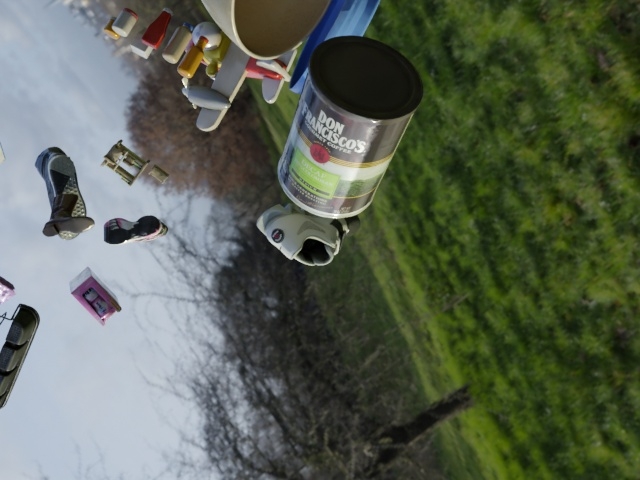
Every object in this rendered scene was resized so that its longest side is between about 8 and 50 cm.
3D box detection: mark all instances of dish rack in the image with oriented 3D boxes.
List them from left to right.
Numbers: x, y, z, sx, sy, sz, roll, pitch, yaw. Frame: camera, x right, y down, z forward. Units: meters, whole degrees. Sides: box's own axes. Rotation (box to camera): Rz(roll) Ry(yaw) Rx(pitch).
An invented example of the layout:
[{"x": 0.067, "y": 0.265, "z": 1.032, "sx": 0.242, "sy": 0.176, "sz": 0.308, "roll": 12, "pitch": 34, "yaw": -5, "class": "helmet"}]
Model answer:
[{"x": -0.644, "y": 0.173, "z": 1.290, "sx": 0.271, "sy": 0.208, "sz": 0.074, "roll": 23, "pitch": -173, "yaw": -12, "class": "dish rack"}]

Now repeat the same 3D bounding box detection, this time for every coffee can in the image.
[{"x": 0.047, "y": -0.200, "z": 1.388, "sx": 0.201, "sy": 0.201, "sz": 0.275, "roll": 52, "pitch": 147, "yaw": 21, "class": "coffee can"}]

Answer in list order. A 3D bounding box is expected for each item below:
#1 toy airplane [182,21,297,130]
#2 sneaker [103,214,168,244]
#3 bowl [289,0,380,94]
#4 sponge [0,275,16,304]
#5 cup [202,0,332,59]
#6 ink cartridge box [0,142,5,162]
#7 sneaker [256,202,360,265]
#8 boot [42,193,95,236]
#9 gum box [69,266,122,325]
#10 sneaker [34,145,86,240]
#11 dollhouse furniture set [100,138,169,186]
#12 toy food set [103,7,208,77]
[{"x": -0.269, "y": -0.572, "z": 2.331, "sx": 0.272, "sy": 0.384, "sz": 0.386, "roll": 26, "pitch": -136, "yaw": -49, "class": "toy airplane"}, {"x": -0.466, "y": -0.017, "z": 1.928, "sx": 0.077, "sy": 0.178, "sz": 0.072, "roll": 31, "pitch": -120, "yaw": -63, "class": "sneaker"}, {"x": 0.049, "y": -0.519, "z": 1.815, "sx": 0.077, "sy": 0.391, "sz": 0.391, "roll": 26, "pitch": -177, "yaw": -13, "class": "bowl"}, {"x": -0.697, "y": 0.080, "z": 1.454, "sx": 0.031, "sy": 0.117, "sz": 0.210, "roll": 55, "pitch": 178, "yaw": 35, "class": "sponge"}, {"x": -0.144, "y": -0.584, "z": 1.597, "sx": 0.237, "sy": 0.331, "sz": 0.331, "roll": 37, "pitch": 170, "yaw": 24, "class": "cup"}, {"x": -0.909, "y": -0.253, "z": 1.813, "sx": 0.232, "sy": 0.168, "sz": 0.171, "roll": 39, "pitch": 155, "yaw": 5, "class": "ink cartridge box"}, {"x": 0.000, "y": 0.000, "z": 1.799, "sx": 0.330, "sy": 0.122, "sz": 0.146, "roll": -4, "pitch": -128, "yaw": -51, "class": "sneaker"}, {"x": -0.481, "y": -0.058, "z": 1.480, "sx": 0.114, "sy": 0.106, "sz": 0.037, "roll": -93, "pitch": -6, "yaw": -53, "class": "boot"}, {"x": -0.537, "y": 0.131, "z": 1.812, "sx": 0.107, "sy": 0.062, "sz": 0.188, "roll": 51, "pitch": 169, "yaw": -16, "class": "gum box"}, {"x": -0.662, "y": -0.127, "z": 1.934, "sx": 0.163, "sy": 0.086, "sz": 0.226, "roll": 33, "pitch": 128, "yaw": 51, "class": "sneaker"}, {"x": -0.566, "y": -0.201, "z": 2.287, "sx": 0.182, "sy": 0.101, "sz": 0.161, "roll": 37, "pitch": -172, "yaw": -13, "class": "dollhouse furniture set"}, {"x": -0.384, "y": -0.489, "z": 1.782, "sx": 0.232, "sy": 0.104, "sz": 0.111, "roll": 27, "pitch": 168, "yaw": 0, "class": "toy food set"}]
